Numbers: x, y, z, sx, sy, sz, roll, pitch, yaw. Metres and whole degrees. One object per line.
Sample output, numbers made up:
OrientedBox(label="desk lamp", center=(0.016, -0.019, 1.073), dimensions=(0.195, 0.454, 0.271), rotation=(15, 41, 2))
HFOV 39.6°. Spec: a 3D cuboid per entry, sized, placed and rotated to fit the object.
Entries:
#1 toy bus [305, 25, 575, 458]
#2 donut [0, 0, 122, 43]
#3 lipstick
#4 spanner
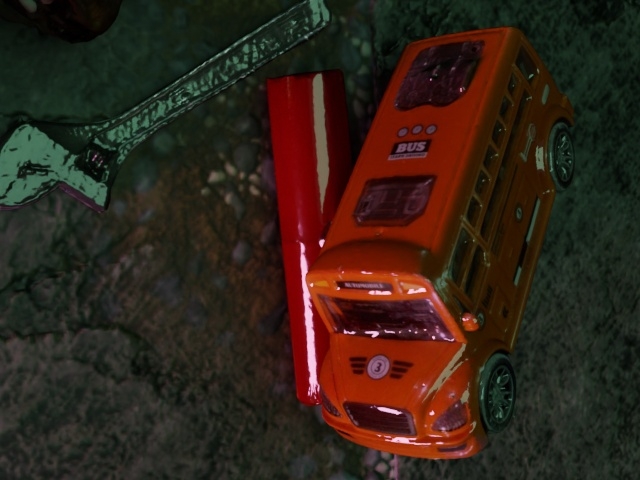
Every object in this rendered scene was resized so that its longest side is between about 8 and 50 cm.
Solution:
OrientedBox(label="toy bus", center=(0.090, -0.004, 0.696), dimensions=(0.153, 0.143, 0.329), rotation=(48, 54, -42))
OrientedBox(label="donut", center=(-0.245, -0.255, 0.510), dimensions=(0.345, 0.259, 0.136), rotation=(34, 85, -23))
OrientedBox(label="lipstick", center=(0.001, 0.000, 0.751), dimensions=(0.073, 0.073, 0.280), rotation=(-10, 99, -25))
OrientedBox(label="spanner", center=(-0.118, -0.115, 0.712), dimensions=(0.325, 0.026, 0.093), rotation=(-37, 107, -21))
